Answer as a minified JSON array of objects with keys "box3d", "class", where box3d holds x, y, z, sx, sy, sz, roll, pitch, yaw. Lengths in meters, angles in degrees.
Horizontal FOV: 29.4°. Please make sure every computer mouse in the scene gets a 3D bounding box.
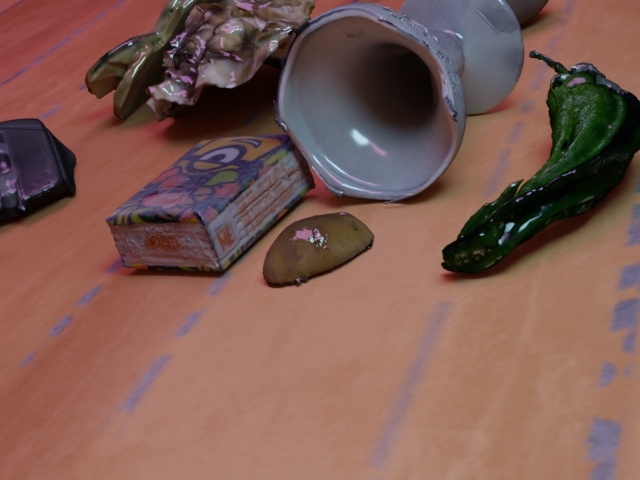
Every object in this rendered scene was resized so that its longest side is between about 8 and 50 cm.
[{"box3d":[-0.325,-0.080,1.272,0.126,0.071,0.231,-19,24,-4],"class":"computer mouse"}]

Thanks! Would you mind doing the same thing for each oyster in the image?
[{"box3d":[-0.075,-0.216,1.344,0.238,0.115,0.351,-10,24,17],"class":"oyster"}]

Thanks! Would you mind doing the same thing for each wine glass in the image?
[{"box3d":[0.078,-0.139,1.021,0.165,0.165,0.196,0,25,35],"class":"wine glass"}]

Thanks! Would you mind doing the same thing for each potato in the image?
[{"box3d":[0.000,0.000,0.908,0.093,0.036,0.037,-26,21,-21],"class":"potato"}]

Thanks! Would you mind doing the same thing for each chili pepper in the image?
[{"box3d":[0.180,-0.066,0.895,0.122,0.065,0.279,0,32,27],"class":"chili pepper"}]

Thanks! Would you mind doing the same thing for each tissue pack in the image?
[{"box3d":[-0.089,-0.032,1.012,0.109,0.060,0.148,-2,29,35],"class":"tissue pack"}]

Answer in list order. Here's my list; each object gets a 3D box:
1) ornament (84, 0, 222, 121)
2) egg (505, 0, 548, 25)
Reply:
[{"box3d":[-0.187,-0.228,1.457,0.201,0.059,0.180,-48,-6,-9],"class":"ornament"},{"box3d":[0.185,-0.274,1.307,0.135,0.103,0.103,-14,23,12],"class":"egg"}]
